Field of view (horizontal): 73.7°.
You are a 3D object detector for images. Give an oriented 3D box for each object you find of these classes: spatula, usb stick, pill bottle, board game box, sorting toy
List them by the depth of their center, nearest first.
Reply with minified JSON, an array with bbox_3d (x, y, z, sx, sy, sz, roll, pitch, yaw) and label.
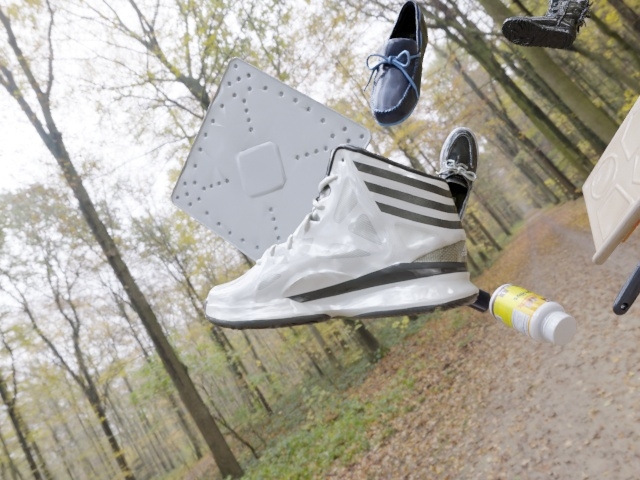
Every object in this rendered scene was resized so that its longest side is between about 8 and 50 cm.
[{"bbox_3d":[0.416,-0.093,0.565,0.193,0.038,0.208,96,-162,-45],"label":"sorting toy"},{"bbox_3d":[0.594,0.003,0.760,0.296,0.084,0.030,-58,8,-8],"label":"spatula"},{"bbox_3d":[-0.129,-0.165,1.006,0.390,0.390,0.050,-61,-15,15],"label":"board game box"},{"bbox_3d":[0.585,0.206,1.183,0.117,0.117,0.215,-32,23,-11],"label":"pill bottle"},{"bbox_3d":[0.429,0.154,1.395,0.045,0.278,0.077,129,164,-66],"label":"usb stick"}]

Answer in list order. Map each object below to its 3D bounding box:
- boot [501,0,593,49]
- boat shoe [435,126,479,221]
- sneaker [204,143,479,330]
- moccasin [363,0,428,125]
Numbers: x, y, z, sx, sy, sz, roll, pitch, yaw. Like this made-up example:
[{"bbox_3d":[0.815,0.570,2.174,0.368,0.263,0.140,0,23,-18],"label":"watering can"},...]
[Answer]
[{"bbox_3d":[0.373,-0.364,0.700,0.099,0.121,0.045,-58,-24,-21],"label":"boot"},{"bbox_3d":[0.378,-0.174,1.197,0.105,0.113,0.306,16,-90,-79],"label":"boat shoe"},{"bbox_3d":[0.001,0.000,0.682,0.448,0.257,0.169,-11,-9,25],"label":"sneaker"},{"bbox_3d":[0.171,-0.421,1.000,0.138,0.342,0.117,0,-30,22],"label":"moccasin"}]
